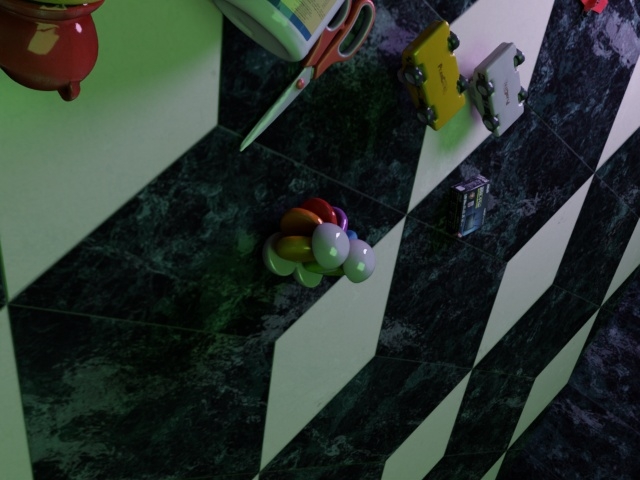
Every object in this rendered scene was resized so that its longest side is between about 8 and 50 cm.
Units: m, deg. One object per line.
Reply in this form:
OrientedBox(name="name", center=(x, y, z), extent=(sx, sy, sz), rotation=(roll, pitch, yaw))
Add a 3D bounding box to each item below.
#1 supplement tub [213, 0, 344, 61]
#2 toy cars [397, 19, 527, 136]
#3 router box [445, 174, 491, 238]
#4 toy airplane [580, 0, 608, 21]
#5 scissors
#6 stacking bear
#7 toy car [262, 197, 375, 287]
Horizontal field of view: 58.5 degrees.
OrientedBox(name="supplement tub", center=(-0.027, -0.343, 0.707), extent=(0.200, 0.144, 0.144), rotation=(-54, 138, 2))
OrientedBox(name="toy cars", center=(0.255, -0.291, 1.037), extent=(0.393, 0.087, 0.177), rotation=(-5, 125, -42))
OrientedBox(name="router box", center=(0.329, -0.075, 1.273), extent=(0.092, 0.038, 0.123), rotation=(-24, 130, -28))
OrientedBox(name="toy airplane", center=(0.589, -0.535, 1.201), extent=(0.151, 0.028, 0.151), rotation=(-24, 131, -30))
OrientedBox(name="scissors", center=(-0.015, -0.247, 0.871), extent=(0.109, 0.021, 0.297), rotation=(23, 99, -48))
OrientedBox(name="stacking bear", center=(-0.260, -0.273, 0.525), extent=(0.164, 0.175, 0.289), rotation=(-36, 157, -46))
OrientedBox(name="toy car", center=(0.000, 0.000, 0.980), extent=(0.182, 0.159, 0.136), rotation=(28, 60, -47))
